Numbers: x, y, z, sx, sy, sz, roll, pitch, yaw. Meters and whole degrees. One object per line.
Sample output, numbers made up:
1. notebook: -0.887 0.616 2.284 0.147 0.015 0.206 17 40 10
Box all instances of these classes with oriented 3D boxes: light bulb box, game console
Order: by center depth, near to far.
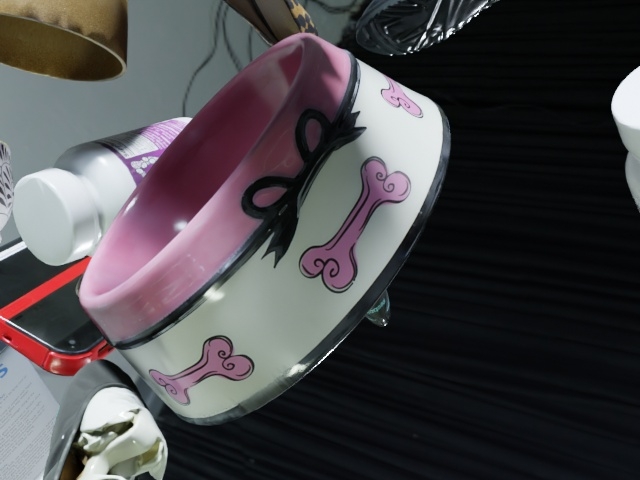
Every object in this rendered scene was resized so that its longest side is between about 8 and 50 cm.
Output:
1. game console: -0.537 0.107 1.608 0.060 0.342 0.386 -67 169 27
2. light bulb box: -0.777 0.349 1.673 0.225 0.358 0.361 -52 145 -34

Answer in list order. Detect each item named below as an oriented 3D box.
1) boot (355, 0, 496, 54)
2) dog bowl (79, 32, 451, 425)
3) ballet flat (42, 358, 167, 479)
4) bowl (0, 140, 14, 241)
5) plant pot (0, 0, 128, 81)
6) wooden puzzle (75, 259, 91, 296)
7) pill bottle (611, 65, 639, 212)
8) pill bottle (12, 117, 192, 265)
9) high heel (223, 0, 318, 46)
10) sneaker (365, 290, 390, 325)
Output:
1. boot: 0.142 -0.359 0.918 0.094 0.246 0.207 22 56 -41
2. dog bowl: -0.074 -0.032 0.765 0.150 0.408 0.408 40 64 -22
3. ballet flat: -0.175 0.196 0.619 0.095 0.096 0.280 50 26 -29
4. bowl: -0.354 -0.018 0.724 0.170 0.170 0.080 -28 85 -46
5. plant pot: -0.367 -0.379 1.058 0.237 0.237 0.254 18 76 -52
6. wooden puzzle: -0.205 0.037 1.336 0.322 0.080 0.347 35 49 -18
7. pill bottle: 0.397 -0.042 0.748 0.283 0.160 0.160 54 55 -30
8. pill bottle: -0.279 -0.071 1.114 0.301 0.169 0.169 -30 120 -50
9. high heel: -0.094 -0.333 1.053 0.261 0.093 0.186 3 56 -62
10. sneaker: 0.066 0.084 1.538 0.101 0.267 0.106 -34 116 1
